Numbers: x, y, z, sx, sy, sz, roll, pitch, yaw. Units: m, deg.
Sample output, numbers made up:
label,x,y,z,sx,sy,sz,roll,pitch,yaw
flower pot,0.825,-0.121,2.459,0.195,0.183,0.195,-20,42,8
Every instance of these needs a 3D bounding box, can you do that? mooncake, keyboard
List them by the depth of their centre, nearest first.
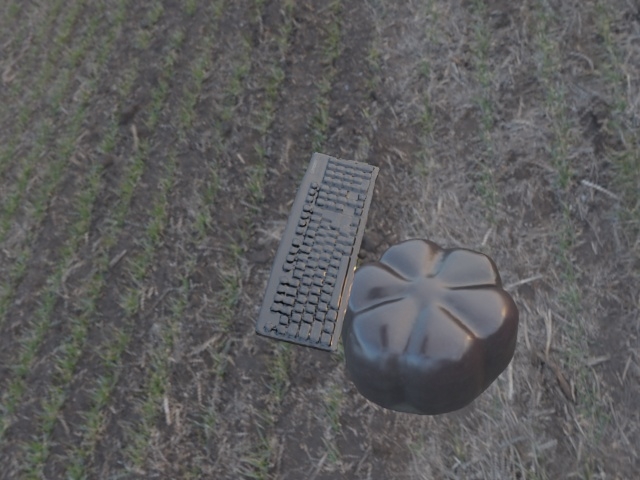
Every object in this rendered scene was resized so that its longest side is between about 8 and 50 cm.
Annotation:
label,x,y,z,sx,sy,sz,roll,pitch,yaw
keyboard,0.000,0.000,0.687,0.087,0.017,0.250,14,52,3
mooncake,0.141,0.110,0.900,0.245,0.133,0.245,-5,42,5
